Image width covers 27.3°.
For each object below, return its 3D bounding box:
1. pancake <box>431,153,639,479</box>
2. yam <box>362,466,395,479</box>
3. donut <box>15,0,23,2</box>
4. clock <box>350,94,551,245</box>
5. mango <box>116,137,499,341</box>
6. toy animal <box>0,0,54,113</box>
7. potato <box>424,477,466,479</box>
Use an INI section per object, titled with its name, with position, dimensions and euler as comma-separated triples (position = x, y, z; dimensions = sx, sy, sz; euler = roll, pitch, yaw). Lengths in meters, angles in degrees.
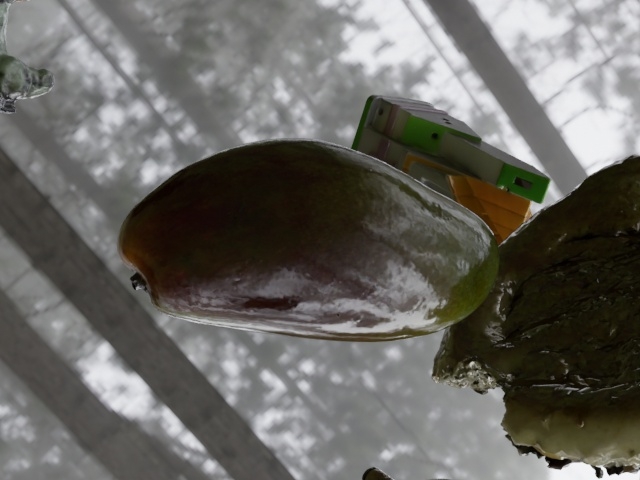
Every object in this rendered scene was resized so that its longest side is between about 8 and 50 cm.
[pancake]
position = 0.265, 0.045, 1.022
dimensions = 0.382, 0.071, 0.382
euler = -18, -152, 10
[yam]
position = 0.150, 0.442, 2.179
dimensions = 0.046, 0.046, 0.264
euler = -43, -149, -12
[donut]
position = -0.350, -0.349, 1.500
dimensions = 0.190, 0.074, 0.174
euler = -2, -130, -15
[clock]
position = 0.181, -0.037, 1.836
dimensions = 0.309, 0.166, 0.235
euler = 33, -68, 41
[mango]
position = 0.000, 0.000, 0.885
dimensions = 0.111, 0.268, 0.133
euler = 139, -46, -67
[toy animal]
position = -0.249, -0.204, 0.946
dimensions = 0.074, 0.217, 0.176
euler = 6, -118, 14
[potato]
position = 0.098, 0.552, 1.700
dimensions = 0.442, 0.319, 0.385
euler = -19, -161, -8
